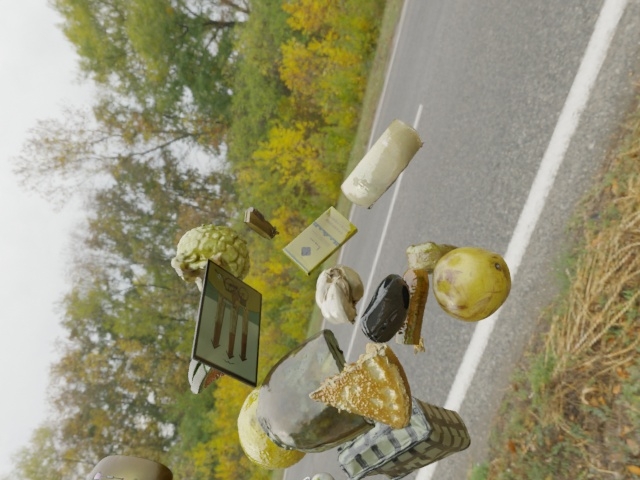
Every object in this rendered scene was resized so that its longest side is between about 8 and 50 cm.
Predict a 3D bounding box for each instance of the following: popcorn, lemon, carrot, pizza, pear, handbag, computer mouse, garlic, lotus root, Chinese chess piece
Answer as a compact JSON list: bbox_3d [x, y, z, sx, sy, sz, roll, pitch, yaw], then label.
[{"bbox_3d":[-0.366,0.066,1.558,0.251,0.206,0.237,-33,-75,-43],"label":"popcorn"},{"bbox_3d":[-0.190,0.785,2.038,0.350,0.350,0.387,-90,-9,-71],"label":"lemon"},{"bbox_3d":[0.364,0.262,1.870,0.114,0.114,0.302,125,156,-80],"label":"carrot"},{"bbox_3d":[0.075,0.283,0.915,0.062,0.199,0.188,-53,-48,-67],"label":"pizza"},{"bbox_3d":[0.545,0.155,1.709,0.281,0.281,0.280,-168,90,-86],"label":"pear"},{"bbox_3d":[0.265,0.641,1.490,0.327,0.325,0.162,-40,47,15],"label":"handbag"},{"bbox_3d":[-0.639,0.800,1.552,0.158,0.310,0.072,-71,-23,-49],"label":"computer mouse"},{"bbox_3d":[0.060,0.202,1.887,0.281,0.185,0.203,-55,-52,-48],"label":"garlic"},{"bbox_3d":[-0.046,0.387,1.169,0.267,0.260,0.149,64,-172,29],"label":"lotus root"},{"bbox_3d":[0.218,-0.269,1.680,0.338,0.140,0.338,-51,0,0],"label":"Chinese chess piece"},{"bbox_3d":[0.241,0.228,1.615,0.086,0.137,0.269,-13,37,52],"label":"computer mouse"}]

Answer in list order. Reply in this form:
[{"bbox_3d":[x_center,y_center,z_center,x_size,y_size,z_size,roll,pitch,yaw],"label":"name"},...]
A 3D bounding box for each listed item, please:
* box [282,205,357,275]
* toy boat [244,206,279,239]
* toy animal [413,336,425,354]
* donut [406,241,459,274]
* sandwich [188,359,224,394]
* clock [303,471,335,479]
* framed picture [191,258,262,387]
[{"bbox_3d":[0.001,-0.001,1.910,0.279,0.153,0.041,-42,-22,-13],"label":"box"},{"bbox_3d":[-0.164,-0.045,1.350,0.149,0.047,0.049,42,-120,-52],"label":"toy boat"},{"bbox_3d":[0.417,0.446,1.983,0.081,0.060,0.083,26,133,59],"label":"toy animal"},{"bbox_3d":[0.509,0.085,2.153,0.208,0.261,0.128,-17,69,53],"label":"donut"},{"bbox_3d":[-0.519,0.605,2.184,0.109,0.160,0.185,41,116,34],"label":"sandwich"},{"bbox_3d":[0.005,0.681,1.241,0.166,0.162,0.093,-40,14,27],"label":"clock"},{"bbox_3d":[-0.260,0.237,1.374,0.013,0.244,0.324,-27,44,25],"label":"framed picture"}]
